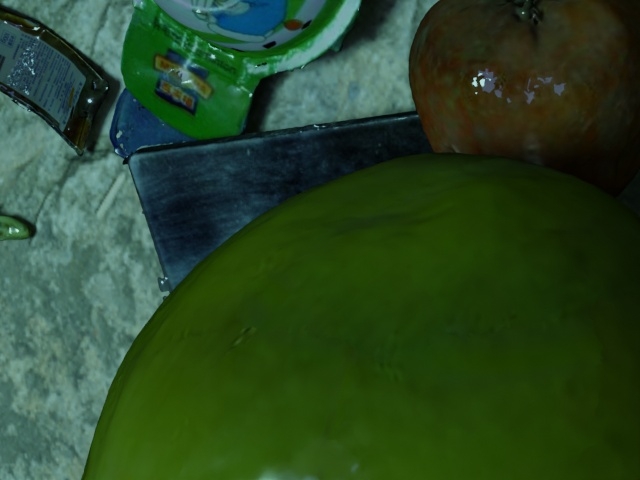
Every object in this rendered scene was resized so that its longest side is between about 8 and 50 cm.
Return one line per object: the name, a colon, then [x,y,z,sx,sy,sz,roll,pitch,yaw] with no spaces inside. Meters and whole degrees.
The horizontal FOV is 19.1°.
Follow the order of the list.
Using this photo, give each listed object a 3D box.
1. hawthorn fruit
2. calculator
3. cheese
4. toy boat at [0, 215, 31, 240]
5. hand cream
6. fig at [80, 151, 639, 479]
hawthorn fruit: [0.120,-0.074,1.098,0.149,0.149,0.189,30,131,23]
calculator: [0.000,0.000,1.228,0.262,0.021,0.161,-5,111,31]
cheese: [-0.067,-0.165,1.218,0.204,0.083,0.320,31,125,17]
toy boat: [-0.333,-0.093,1.387,0.099,0.108,0.293,-36,85,-2]
hand cream: [-0.217,-0.127,1.348,0.163,0.039,0.062,34,113,15]
fig: [0.046,0.122,0.970,0.343,0.343,0.343,6,102,30]
